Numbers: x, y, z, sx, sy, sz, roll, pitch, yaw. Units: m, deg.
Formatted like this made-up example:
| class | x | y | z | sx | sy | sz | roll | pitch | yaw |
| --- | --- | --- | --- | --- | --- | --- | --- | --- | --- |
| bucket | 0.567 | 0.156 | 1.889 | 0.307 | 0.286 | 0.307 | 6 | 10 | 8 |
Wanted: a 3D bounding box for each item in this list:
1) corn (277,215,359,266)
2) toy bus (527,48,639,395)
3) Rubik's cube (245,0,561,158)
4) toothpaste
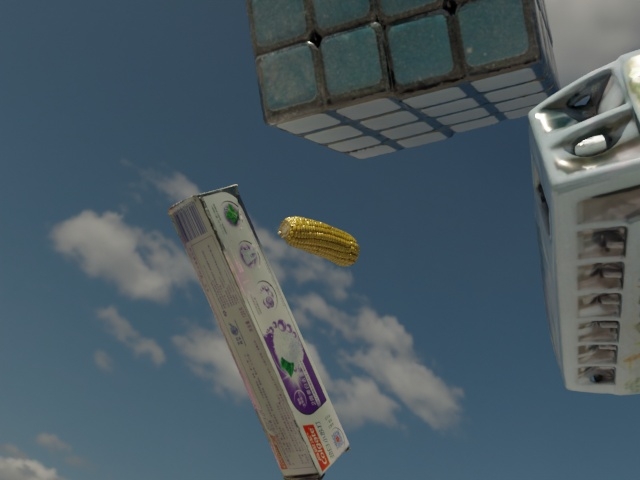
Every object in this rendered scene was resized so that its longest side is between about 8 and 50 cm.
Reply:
| class | x | y | z | sx | sy | sz | roll | pitch | yaw |
| --- | --- | --- | --- | --- | --- | --- | --- | --- | --- |
| corn | 0.000 | 0.000 | 0.713 | 0.092 | 0.037 | 0.037 | 18 | -28 | -31 |
| toy bus | 0.234 | 0.008 | 0.514 | 0.135 | 0.109 | 0.330 | -11 | -38 | 13 |
| Rubik's cube | 0.116 | -0.324 | 0.928 | 0.337 | 0.345 | 0.343 | -12 | -4 | 23 |
| toothpaste | -0.041 | 0.060 | 0.454 | 0.040 | 0.047 | 0.196 | -23 | -89 | 32 |
